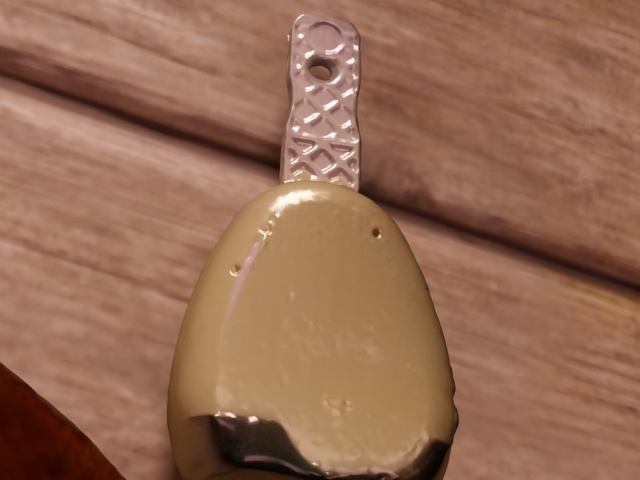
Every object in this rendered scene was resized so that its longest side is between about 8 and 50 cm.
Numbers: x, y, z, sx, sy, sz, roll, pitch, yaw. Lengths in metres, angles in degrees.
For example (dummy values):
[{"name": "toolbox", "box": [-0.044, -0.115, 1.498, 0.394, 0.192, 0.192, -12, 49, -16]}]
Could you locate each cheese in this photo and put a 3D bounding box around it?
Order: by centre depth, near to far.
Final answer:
[{"name": "cheese", "box": [0.000, 0.000, 0.616, 0.127, 0.054, 0.252, 11, 60, -16]}]

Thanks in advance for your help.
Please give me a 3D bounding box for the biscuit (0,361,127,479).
[{"name": "biscuit", "box": [-0.164, 0.158, 0.410, 0.262, 0.052, 0.277, 42, 56, -34]}]
